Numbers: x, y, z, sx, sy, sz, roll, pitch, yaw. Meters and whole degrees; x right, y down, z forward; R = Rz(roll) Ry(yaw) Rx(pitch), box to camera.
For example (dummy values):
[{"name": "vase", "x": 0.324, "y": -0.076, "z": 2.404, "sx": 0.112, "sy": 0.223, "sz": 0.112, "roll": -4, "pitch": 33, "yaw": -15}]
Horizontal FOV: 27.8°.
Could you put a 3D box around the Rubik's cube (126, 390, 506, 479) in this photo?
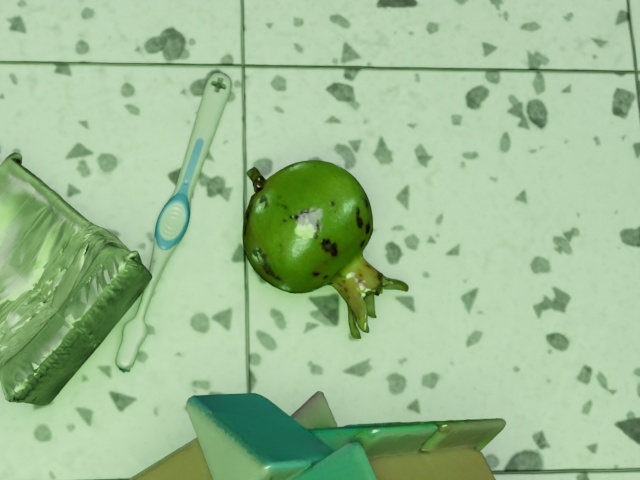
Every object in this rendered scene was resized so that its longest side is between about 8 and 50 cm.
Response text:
[{"name": "Rubik's cube", "x": 0.023, "y": 0.317, "z": 1.265, "sx": 0.387, "sy": 0.368, "sz": 0.358, "roll": -20, "pitch": 59, "yaw": -11}]

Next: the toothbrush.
[{"name": "toothbrush", "x": -0.169, "y": -0.030, "z": 1.502, "sx": 0.040, "sy": 0.040, "sz": 0.386, "roll": 16, "pitch": 72, "yaw": -1}]

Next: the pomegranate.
[{"name": "pomegranate", "x": 0.002, "y": 0.008, "z": 1.471, "sx": 0.156, "sy": 0.156, "sz": 0.220, "roll": -42, "pitch": 113, "yaw": -16}]

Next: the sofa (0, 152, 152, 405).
[{"name": "sofa", "x": -0.321, "y": 0.039, "z": 1.378, "sx": 0.225, "sy": 0.176, "sz": 0.210, "roll": 41, "pitch": 85, "yaw": 6}]
